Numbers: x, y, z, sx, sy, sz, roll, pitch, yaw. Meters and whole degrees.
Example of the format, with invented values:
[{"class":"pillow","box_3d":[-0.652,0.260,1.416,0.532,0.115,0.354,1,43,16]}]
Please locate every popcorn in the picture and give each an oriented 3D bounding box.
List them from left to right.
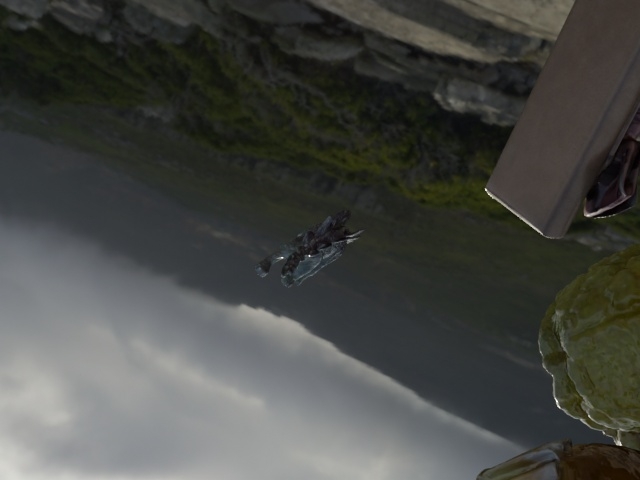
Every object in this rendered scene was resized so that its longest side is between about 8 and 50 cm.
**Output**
[{"class":"popcorn","box_3d":[0.401,0.145,1.089,0.225,0.286,0.174,15,-163,6]}]

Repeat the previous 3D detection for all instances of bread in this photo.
[{"class":"bread","box_3d":[0.225,0.229,0.618,0.241,0.136,0.107,19,144,-37]}]

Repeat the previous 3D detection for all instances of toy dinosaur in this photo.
[{"class":"toy dinosaur","box_3d":[0.001,0.002,0.756,0.039,0.082,0.209,56,-165,-3]}]

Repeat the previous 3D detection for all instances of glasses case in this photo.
[{"class":"glasses case","box_3d":[0.197,-0.088,0.544,0.070,0.193,0.102,12,-159,-28]}]
